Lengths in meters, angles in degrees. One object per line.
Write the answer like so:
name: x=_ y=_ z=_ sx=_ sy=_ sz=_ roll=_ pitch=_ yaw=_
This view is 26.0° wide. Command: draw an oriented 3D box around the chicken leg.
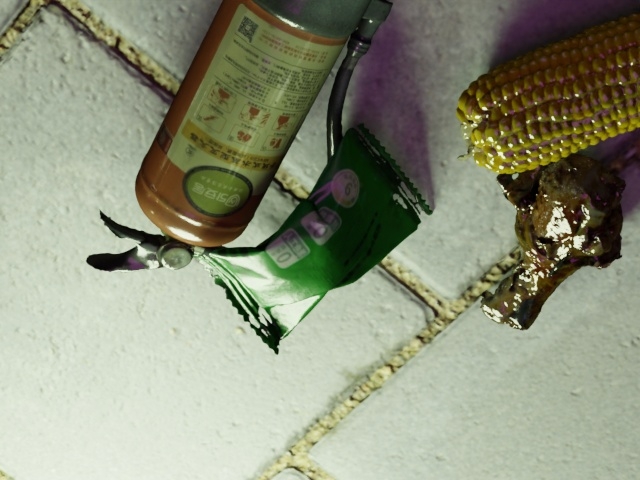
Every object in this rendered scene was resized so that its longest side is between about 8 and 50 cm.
chicken leg: x=0.218 y=0.000 z=1.291 sx=0.125 sy=0.080 sz=0.196 roll=11 pitch=128 yaw=11

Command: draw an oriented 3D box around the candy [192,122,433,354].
candy: x=0.003 y=0.003 z=1.266 sx=0.203 sy=0.078 sz=0.141 roll=-41 pitch=145 yaw=-3

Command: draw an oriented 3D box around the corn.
corn: x=0.249 y=-0.138 z=1.189 sx=0.310 sy=0.101 sz=0.101 roll=-21 pitch=115 yaw=18

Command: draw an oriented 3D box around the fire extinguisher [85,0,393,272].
fire extinguisher: x=-0.052 y=-0.091 z=1.238 sx=0.200 sy=0.113 sz=0.376 roll=27 pitch=118 yaw=-10
